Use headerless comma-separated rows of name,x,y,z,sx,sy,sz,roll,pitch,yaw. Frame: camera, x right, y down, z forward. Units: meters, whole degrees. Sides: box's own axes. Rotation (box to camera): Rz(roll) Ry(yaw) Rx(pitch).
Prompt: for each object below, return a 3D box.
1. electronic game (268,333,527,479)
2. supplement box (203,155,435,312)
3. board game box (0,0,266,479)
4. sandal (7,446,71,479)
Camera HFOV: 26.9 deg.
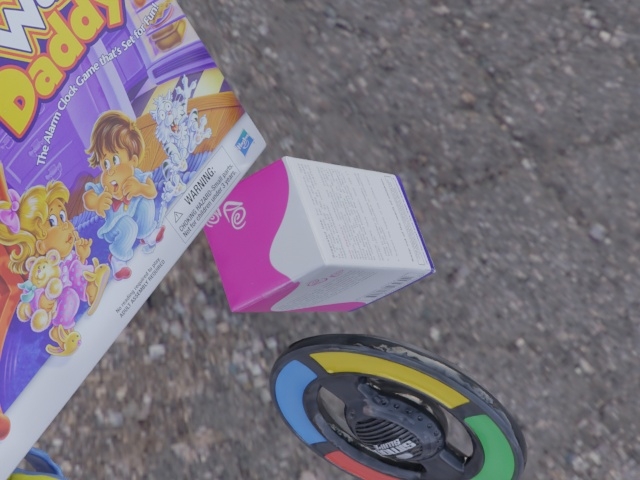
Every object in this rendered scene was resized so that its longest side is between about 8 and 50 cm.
electronic game,0.063,0.155,1.137,0.229,0.229,0.048,39,53,-18
supplement box,0.000,0.000,1.277,0.111,0.220,0.114,-27,76,26
board game box,-0.201,-0.015,0.734,0.347,0.078,0.233,-54,134,-24
sandal,-0.291,0.189,0.874,0.317,0.138,0.126,4,99,-3
